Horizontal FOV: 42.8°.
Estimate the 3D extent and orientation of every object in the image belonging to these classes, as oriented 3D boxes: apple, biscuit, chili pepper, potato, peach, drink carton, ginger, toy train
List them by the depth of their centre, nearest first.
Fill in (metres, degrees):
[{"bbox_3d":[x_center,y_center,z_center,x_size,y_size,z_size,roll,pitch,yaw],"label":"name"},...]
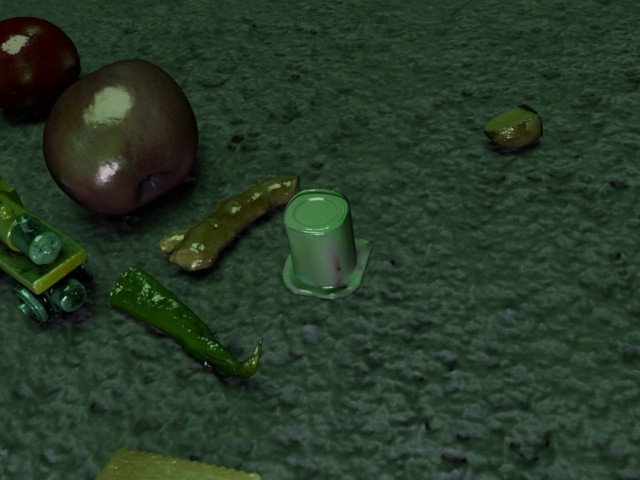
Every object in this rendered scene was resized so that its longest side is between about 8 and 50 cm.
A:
[{"bbox_3d":[-0.216,0.369,1.131,0.250,0.030,0.160,4,37,21],"label":"biscuit"},{"bbox_3d":[-0.220,0.140,1.350,0.359,0.076,0.085,24,74,35],"label":"chili pepper"},{"bbox_3d":[0.000,0.000,1.395,0.146,0.142,0.144,8,49,16],"label":"drink carton"},{"bbox_3d":[-0.549,-0.011,1.448,0.369,0.237,0.150,28,55,32],"label":"toy train"},{"bbox_3d":[-0.155,-0.039,1.519,0.299,0.065,0.118,-34,53,-24],"label":"ginger"},{"bbox_3d":[-0.374,-0.193,1.566,0.306,0.305,0.235,-34,74,-20],"label":"apple"},{"bbox_3d":[0.369,-0.210,1.580,0.103,0.066,0.096,-22,21,2],"label":"potato"},{"bbox_3d":[-0.676,-0.405,1.887,0.243,0.199,0.243,-1,54,1],"label":"peach"}]
